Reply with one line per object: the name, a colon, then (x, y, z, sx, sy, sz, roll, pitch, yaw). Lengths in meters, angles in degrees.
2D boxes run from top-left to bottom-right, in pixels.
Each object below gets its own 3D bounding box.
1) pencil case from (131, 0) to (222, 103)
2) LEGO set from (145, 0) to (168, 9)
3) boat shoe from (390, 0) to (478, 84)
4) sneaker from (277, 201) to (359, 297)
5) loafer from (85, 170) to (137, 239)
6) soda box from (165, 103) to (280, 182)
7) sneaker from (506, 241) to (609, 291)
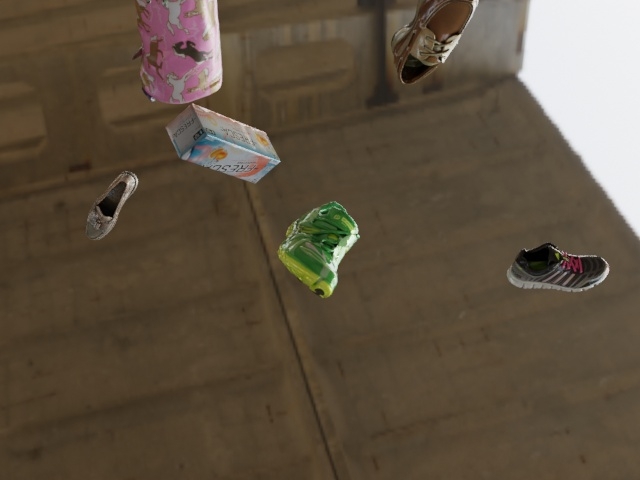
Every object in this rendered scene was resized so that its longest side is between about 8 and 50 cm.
pencil case: (-0.270, -0.433, 1.957, 0.167, 0.386, 0.160, -6, -136, -6)
LEGO set: (-0.189, -0.315, 1.354, 0.023, 0.054, 0.083, 43, -164, 20)
boat shoe: (0.249, -0.438, 2.377, 0.123, 0.324, 0.119, 8, -109, -14)
sneaker: (0.000, 0.000, 1.902, 0.109, 0.123, 0.295, 42, -164, -15)
loafer: (-0.327, -0.052, 1.681, 0.045, 0.125, 0.039, 35, -166, -3)
soda box: (-0.141, -0.140, 1.611, 0.183, 0.058, 0.063, 15, -139, -55)
sneaker: (0.402, 0.042, 1.844, 0.170, 0.074, 0.063, 0, -128, 4)
